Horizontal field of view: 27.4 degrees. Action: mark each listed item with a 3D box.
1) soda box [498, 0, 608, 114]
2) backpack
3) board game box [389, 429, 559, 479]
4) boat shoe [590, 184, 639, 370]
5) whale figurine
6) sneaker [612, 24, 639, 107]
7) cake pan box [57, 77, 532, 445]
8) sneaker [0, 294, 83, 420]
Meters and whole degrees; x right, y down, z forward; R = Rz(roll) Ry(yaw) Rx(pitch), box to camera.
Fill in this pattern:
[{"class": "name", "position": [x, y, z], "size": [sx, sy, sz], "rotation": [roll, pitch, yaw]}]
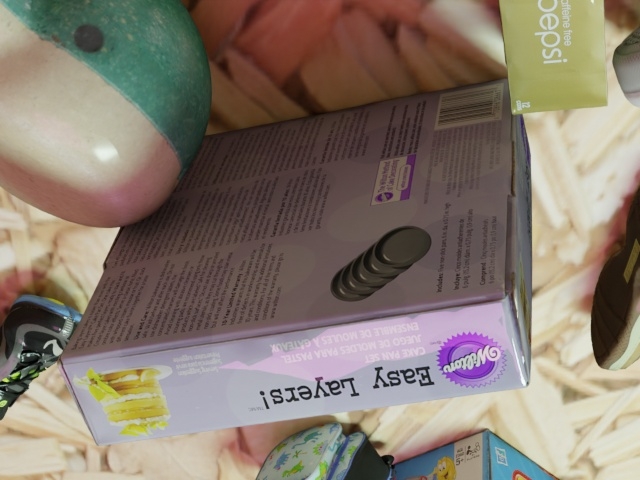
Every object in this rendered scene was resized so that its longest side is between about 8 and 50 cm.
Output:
[{"class": "soda box", "position": [0.125, -0.153, 0.721], "size": [0.058, 0.061, 0.181], "rotation": [-5, 140, 11]}, {"class": "backpack", "position": [-0.009, 0.219, 1.165], "size": [0.114, 0.105, 0.084], "rotation": [-27, 108, 35]}, {"class": "board game box", "position": [0.135, 0.331, 1.293], "size": [0.308, 0.086, 0.302], "rotation": [-27, 130, 34]}, {"class": "boat shoe", "position": [0.246, 0.029, 0.931], "size": [0.072, 0.068, 0.190], "rotation": [-1, 142, -10]}, {"class": "whale figurine", "position": [-0.184, -0.125, 0.759], "size": [0.272, 0.141, 0.216], "rotation": [33, 163, 1]}, {"class": "sneaker", "position": [0.238, -0.175, 0.680], "size": [0.115, 0.105, 0.281], "rotation": [47, 139, 4]}, {"class": "cake pan box", "position": [0.000, 0.000, 0.773], "size": [0.245, 0.267, 0.070], "rotation": [-9, 120, 13]}, {"class": "sneaker", "position": [-0.249, 0.103, 1.068], "size": [0.067, 0.078, 0.188], "rotation": [32, 133, -29]}]
